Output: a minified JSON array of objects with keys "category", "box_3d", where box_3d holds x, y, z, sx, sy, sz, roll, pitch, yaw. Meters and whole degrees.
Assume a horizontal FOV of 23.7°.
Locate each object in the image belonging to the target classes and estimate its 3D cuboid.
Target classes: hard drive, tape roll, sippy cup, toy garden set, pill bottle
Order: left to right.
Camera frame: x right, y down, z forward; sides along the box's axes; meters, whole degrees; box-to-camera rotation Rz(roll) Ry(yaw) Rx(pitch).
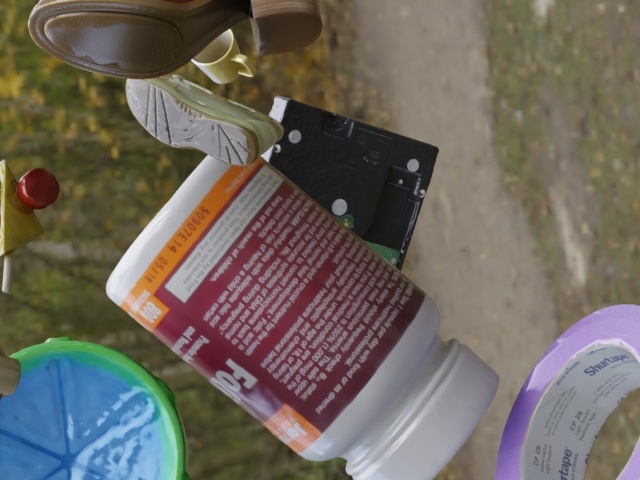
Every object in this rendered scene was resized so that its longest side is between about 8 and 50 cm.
[{"category":"toy garden set","box_3d":[-0.262,0.068,1.059,0.203,0.049,0.244,-24,55,48]},{"category":"sippy cup","box_3d":[-0.237,0.225,1.556,0.305,0.240,0.224,59,179,9]},{"category":"pill bottle","box_3d":[-0.016,0.093,1.642,0.392,0.224,0.224,40,173,-2]},{"category":"hard drive","box_3d":[0.000,0.000,2.054,0.064,0.236,0.339,24,98,68]},{"category":"tape roll","box_3d":[0.297,0.206,1.542,0.275,0.090,0.275,-47,27,33]}]

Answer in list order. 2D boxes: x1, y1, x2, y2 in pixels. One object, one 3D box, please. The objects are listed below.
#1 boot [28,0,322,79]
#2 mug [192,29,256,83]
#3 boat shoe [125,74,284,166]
[{"category":"boot","box_3d":[-0.101,-0.188,1.023,0.073,0.197,0.152,107,155,-53]},{"category":"mug","box_3d":[-0.123,-0.224,1.912,0.078,0.062,0.064,58,-179,34]},{"category":"boat shoe","box_3d":[-0.104,-0.110,1.330,0.153,0.048,0.056,22,128,30]}]
